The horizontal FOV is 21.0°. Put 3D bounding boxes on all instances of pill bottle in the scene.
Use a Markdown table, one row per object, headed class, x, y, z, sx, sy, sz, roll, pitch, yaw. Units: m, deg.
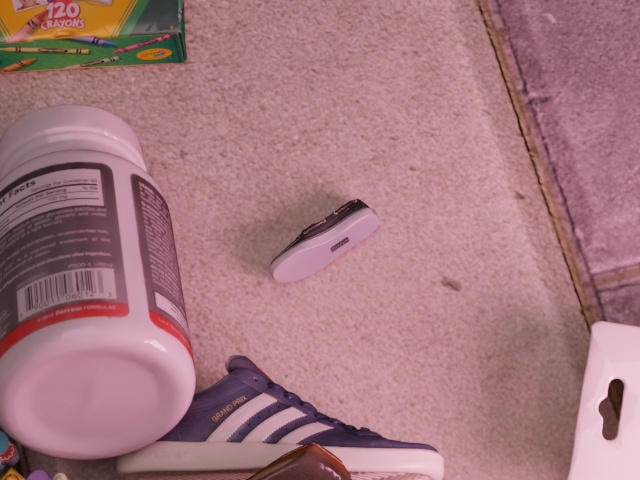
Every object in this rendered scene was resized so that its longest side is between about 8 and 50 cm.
| class | x | y | z | sx | sy | sz | roll | pitch | yaw |
| --- | --- | --- | --- | --- | --- | --- | --- | --- | --- |
| pill bottle | -0.255 | 0.035 | 1.845 | 0.210 | 0.210 | 0.363 | -11 | 46 | -2 |

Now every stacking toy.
| class | x | y | z | sx | sy | sz | roll | pitch | yaw |
| --- | --- | --- | --- | --- | --- | --- | --- | --- | --- |
| stacking toy | -0.319 | 0.242 | 1.822 | 0.221 | 0.167 | 0.052 | 36 | 74 | 17 |

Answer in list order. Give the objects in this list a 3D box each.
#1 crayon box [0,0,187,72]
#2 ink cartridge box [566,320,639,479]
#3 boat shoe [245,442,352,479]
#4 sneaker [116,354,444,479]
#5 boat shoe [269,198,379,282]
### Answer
| class | x | y | z | sx | sy | sz | roll | pitch | yaw |
| --- | --- | --- | --- | --- | --- | --- | --- | --- | --- |
| crayon box | -0.303 | -0.297 | 2.096 | 0.278 | 0.081 | 0.165 | -4 | 67 | 1 |
| ink cartridge box | 0.441 | 0.221 | 1.825 | 0.353 | 0.119 | 0.207 | 11 | 69 | 6 |
| boat shoe | -0.105 | 0.322 | 1.758 | 0.122 | 0.120 | 0.324 | 41 | 101 | -20 |
| sneaker | -0.041 | 0.197 | 1.844 | 0.350 | 0.131 | 0.148 | 3 | 60 | 6 |
| boat shoe | 0.000 | 0.000 | 1.981 | 0.142 | 0.049 | 0.040 | -30 | 50 | -11 |
